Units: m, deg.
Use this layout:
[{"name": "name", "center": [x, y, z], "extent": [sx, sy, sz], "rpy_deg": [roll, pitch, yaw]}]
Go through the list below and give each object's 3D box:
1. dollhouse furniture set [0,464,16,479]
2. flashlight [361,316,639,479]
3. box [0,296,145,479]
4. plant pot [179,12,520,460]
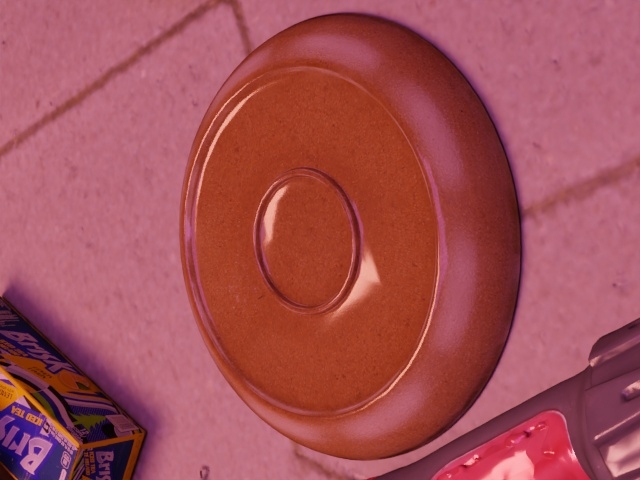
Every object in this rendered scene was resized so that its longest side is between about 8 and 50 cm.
[{"name": "dollhouse furniture set", "center": [-0.257, 0.213, 0.966], "extent": [0.151, 0.123, 0.144], "rpy_deg": [-35, 56, 5]}, {"name": "flashlight", "center": [0.075, 0.127, 0.712], "extent": [0.304, 0.103, 0.103], "rpy_deg": [-35, 69, 41]}, {"name": "box", "center": [-0.186, 0.102, 0.992], "extent": [0.169, 0.054, 0.059], "rpy_deg": [37, 117, 36]}, {"name": "plant pot", "center": [0.000, 0.000, 0.822], "extent": [0.236, 0.032, 0.236], "rpy_deg": [6, 98, 44]}]
